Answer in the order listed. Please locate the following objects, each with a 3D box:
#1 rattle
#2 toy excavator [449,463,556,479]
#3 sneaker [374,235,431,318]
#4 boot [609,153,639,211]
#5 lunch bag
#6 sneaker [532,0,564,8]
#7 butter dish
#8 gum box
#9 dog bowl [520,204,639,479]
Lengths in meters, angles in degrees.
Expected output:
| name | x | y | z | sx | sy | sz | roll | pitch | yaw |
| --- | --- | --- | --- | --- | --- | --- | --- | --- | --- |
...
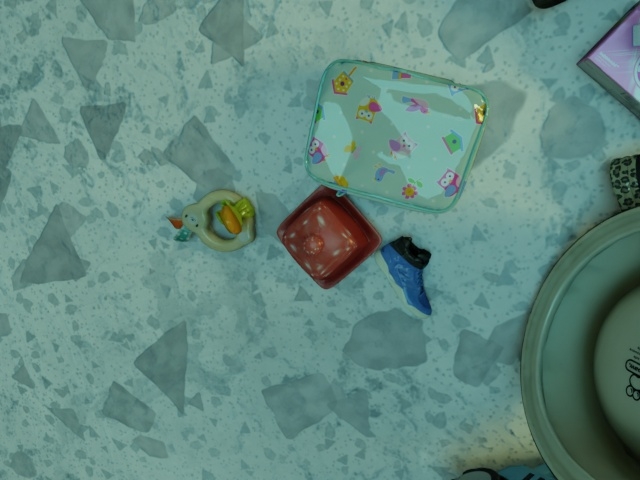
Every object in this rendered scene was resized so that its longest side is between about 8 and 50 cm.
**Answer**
| name | x | y | z | sx | sy | sz | roll | pitch | yaw |
| --- | --- | --- | --- | --- | --- | --- | --- | --- | --- |
| rattle | -0.234 | -0.023 | 0.863 | 0.199 | 0.143 | 0.130 | 1 | 121 | 9 |
| toy excavator | 0.482 | 0.435 | 0.684 | 0.445 | 0.433 | 0.222 | -21 | 82 | -14 |
| sneaker | 0.172 | 0.063 | 0.807 | 0.084 | 0.058 | 0.152 | -37 | 84 | 28 |
| boot | 0.547 | -0.047 | 0.639 | 0.178 | 0.085 | 0.236 | -17 | 107 | 57 |
| lunch bag | 0.115 | -0.167 | 0.748 | 0.279 | 0.108 | 0.224 | 17 | 111 | 13 |
| sneaker | 0.381 | -0.470 | 0.623 | 0.281 | 0.106 | 0.163 | -38 | 85 | 9 |
| butter dish | 0.000 | 0.000 | 0.807 | 0.160 | 0.118 | 0.160 | -43 | 85 | 20 |
| gum box | 0.491 | -0.242 | 0.652 | 0.188 | 0.062 | 0.107 | 43 | 109 | 3 |
| dog bowl | 0.456 | 0.162 | 0.589 | 0.150 | 0.408 | 0.408 | 17 | 107 | -10 |
